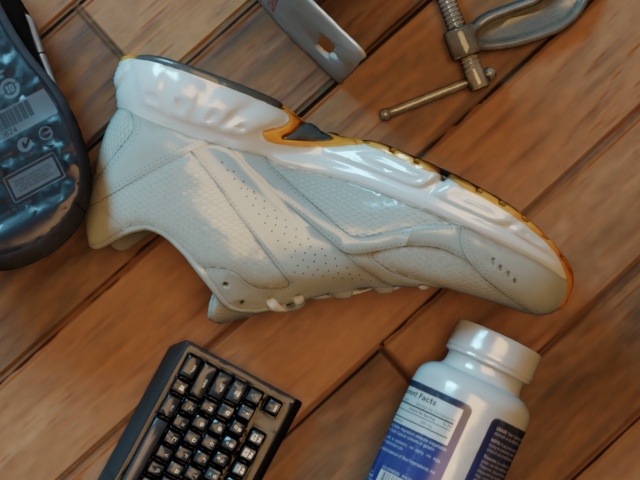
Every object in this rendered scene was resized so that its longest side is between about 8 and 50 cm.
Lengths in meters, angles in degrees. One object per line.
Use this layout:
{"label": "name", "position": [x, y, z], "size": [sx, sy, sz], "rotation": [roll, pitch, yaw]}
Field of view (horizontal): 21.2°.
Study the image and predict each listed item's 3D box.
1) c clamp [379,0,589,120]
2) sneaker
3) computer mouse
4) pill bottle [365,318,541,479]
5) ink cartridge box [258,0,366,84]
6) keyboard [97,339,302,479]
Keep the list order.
{"label": "c clamp", "position": [0.079, -0.161, 0.938], "size": [0.137, 0.022, 0.161], "rotation": [-15, 90, -5]}
{"label": "sneaker", "position": [0.000, 0.000, 0.898], "size": [0.262, 0.099, 0.121], "rotation": [22, 94, 4]}
{"label": "computer mouse", "position": [-0.167, -0.122, 0.899], "size": [0.184, 0.060, 0.262], "rotation": [-33, 79, -1]}
{"label": "pill bottle", "position": [0.070, 0.106, 0.904], "size": [0.067, 0.067, 0.120], "rotation": [26, 86, -4]}
{"label": "ink cartridge box", "position": [-0.027, -0.180, 0.883], "size": [0.067, 0.115, 0.198], "rotation": [-41, 93, -6]}
{"label": "keyboard", "position": [-0.072, 0.155, 0.912], "size": [0.108, 0.023, 0.180], "rotation": [28, 86, -4]}
